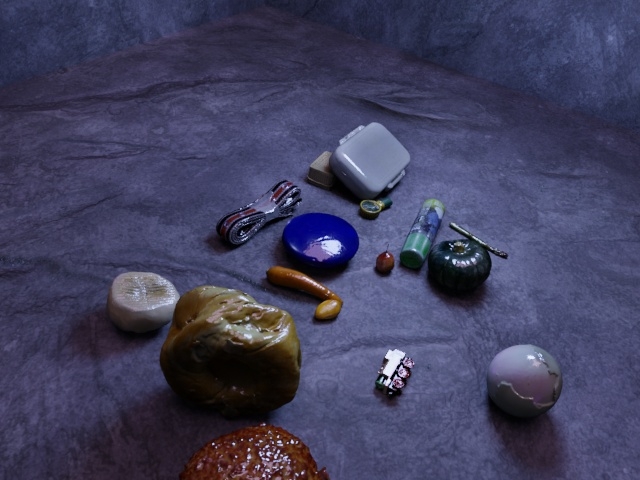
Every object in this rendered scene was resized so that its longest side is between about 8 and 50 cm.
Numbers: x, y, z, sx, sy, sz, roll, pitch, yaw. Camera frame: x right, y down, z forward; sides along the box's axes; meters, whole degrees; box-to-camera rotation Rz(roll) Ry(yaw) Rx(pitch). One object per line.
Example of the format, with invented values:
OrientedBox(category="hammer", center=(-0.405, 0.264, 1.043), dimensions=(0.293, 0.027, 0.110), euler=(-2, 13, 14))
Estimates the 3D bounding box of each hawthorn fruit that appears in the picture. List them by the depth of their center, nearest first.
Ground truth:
OrientedBox(category="hawthorn fruit", center=(0.220, 0.057, 1.684), dimensions=(0.067, 0.103, 0.066), euler=(-3, 23, 1))

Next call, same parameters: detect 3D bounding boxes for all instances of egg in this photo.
OrientedBox(category="egg", center=(0.538, 0.361, 1.305), dimensions=(0.183, 0.217, 0.183), euler=(4, 45, -4))

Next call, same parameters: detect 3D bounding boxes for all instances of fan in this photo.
OrientedBox(category="fan", center=(0.220, -0.130, 1.940), dimensions=(0.155, 0.039, 0.082), euler=(-22, 49, -31))

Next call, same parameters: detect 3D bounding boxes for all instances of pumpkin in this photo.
OrientedBox(category="pumpkin", center=(0.465, 0.074, 1.665), dimensions=(0.212, 0.152, 0.211), euler=(5, 36, -4))

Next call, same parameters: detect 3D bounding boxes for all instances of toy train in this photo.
OrientedBox(category="toy train", center=(0.202, 0.367, 1.372), dimensions=(0.087, 0.050, 0.138), euler=(21, 44, 21))

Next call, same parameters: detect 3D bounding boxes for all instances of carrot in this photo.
OrientedBox(category="carrot", center=(-0.052, 0.138, 1.571), dimensions=(0.271, 0.066, 0.062), euler=(17, 2, 13))

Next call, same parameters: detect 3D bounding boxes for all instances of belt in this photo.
OrientedBox(category="belt", center=(-0.212, -0.102, 1.777), dimensions=(0.094, 0.126, 0.360), euler=(32, 48, 27))

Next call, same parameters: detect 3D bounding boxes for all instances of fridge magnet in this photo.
OrientedBox(category="fridge magnet", center=(0.000, 0.000, 1.703), dimensions=(0.266, 0.112, 0.265), euler=(5, 42, -4))

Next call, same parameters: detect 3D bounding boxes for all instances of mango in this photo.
OrientedBox(category="mango", center=(0.021, 0.213, 1.516), dimensions=(0.089, 0.046, 0.060), euler=(-25, 51, -26))

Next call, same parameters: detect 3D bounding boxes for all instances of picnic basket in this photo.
OrientedBox(category="picnic basket", center=(0.030, -0.290, 2.058), dimensions=(0.115, 0.079, 0.164), euler=(23, 43, 17))

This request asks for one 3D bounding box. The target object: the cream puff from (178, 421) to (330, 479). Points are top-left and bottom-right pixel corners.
OrientedBox(category="cream puff", center=(-0.136, 0.529, 1.003), dimensions=(0.351, 0.228, 0.350), euler=(6, 42, -6))

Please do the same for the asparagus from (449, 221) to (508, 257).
OrientedBox(category="asparagus", center=(0.592, -0.002, 1.868), dimensions=(0.249, 0.025, 0.024), euler=(35, 6, 28))

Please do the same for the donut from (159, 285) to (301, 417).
OrientedBox(category="donut", center=(-0.211, 0.268, 1.185), dimensions=(0.361, 0.360, 0.170), euler=(8, 39, -1))

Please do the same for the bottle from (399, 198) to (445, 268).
OrientedBox(category="bottle", center=(0.373, -0.029, 1.811), dimensions=(0.093, 0.093, 0.330), euler=(21, 43, 14))

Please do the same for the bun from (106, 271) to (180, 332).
OrientedBox(category="bun", center=(-0.503, 0.181, 1.412), dimensions=(0.193, 0.127, 0.178), euler=(0, 41, -26))

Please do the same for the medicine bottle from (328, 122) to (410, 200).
OrientedBox(category="medicine bottle", center=(0.207, -0.329, 2.045), dimensions=(0.282, 0.123, 0.375), euler=(45, 45, 1))
